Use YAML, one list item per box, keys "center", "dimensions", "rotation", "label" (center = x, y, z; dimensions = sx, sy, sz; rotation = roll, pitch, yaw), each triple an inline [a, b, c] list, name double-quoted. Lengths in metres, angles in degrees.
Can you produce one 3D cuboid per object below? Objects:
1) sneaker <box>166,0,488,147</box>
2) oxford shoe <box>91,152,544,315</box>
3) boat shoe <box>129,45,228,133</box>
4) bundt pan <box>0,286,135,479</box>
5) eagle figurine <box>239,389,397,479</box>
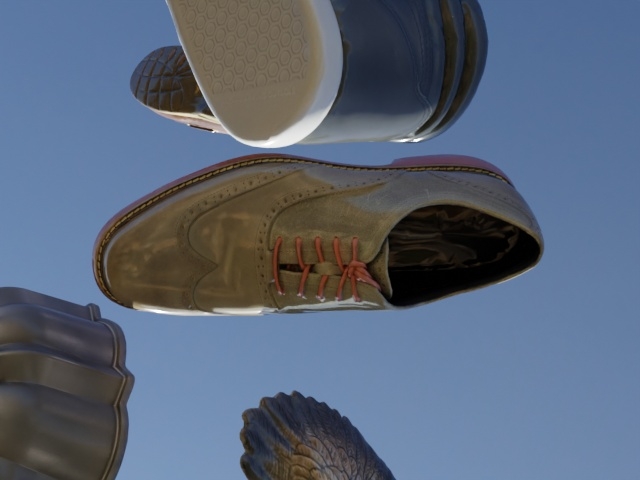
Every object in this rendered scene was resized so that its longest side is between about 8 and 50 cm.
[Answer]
- center: [-0.012, -0.165, 0.627]
  dimensions: [0.104, 0.147, 0.296]
  rotation: [-36, -120, 34]
  label: "sneaker"
- center: [0.000, 0.000, 0.929]
  dimensions: [0.348, 0.130, 0.123]
  rotation: [-11, -72, -7]
  label: "oxford shoe"
- center: [-0.095, -0.119, 1.038]
  dimensions: [0.178, 0.060, 0.064]
  rotation: [21, -105, 42]
  label: "boat shoe"
- center: [-0.312, 0.182, 1.052]
  dimensions: [0.331, 0.124, 0.331]
  rotation: [-32, -137, 34]
  label: "bundt pan"
- center: [0.035, 0.299, 1.050]
  dimensions: [0.226, 0.225, 0.298]
  rotation: [15, -51, 26]
  label: "eagle figurine"
